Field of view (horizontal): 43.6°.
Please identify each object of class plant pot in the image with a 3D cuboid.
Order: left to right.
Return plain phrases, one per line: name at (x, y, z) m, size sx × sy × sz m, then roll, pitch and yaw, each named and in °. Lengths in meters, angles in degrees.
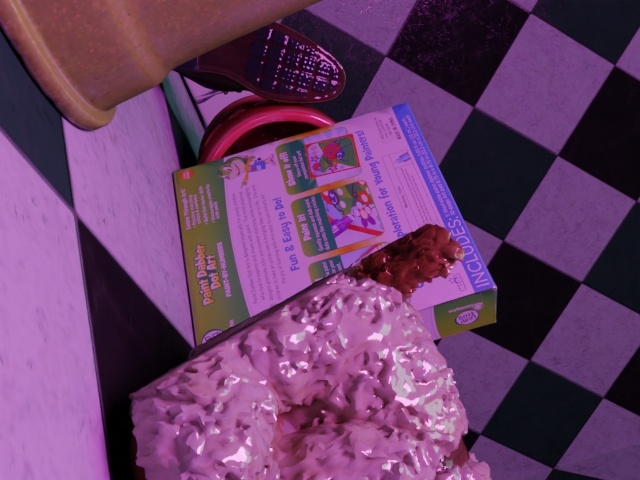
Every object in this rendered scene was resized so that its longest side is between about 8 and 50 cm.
plant pot at (-0.066, -0.236, 0.490) m, size 0.276 × 0.254 × 0.276 m, roll -17°, pitch 90°, yaw -89°
plant pot at (-0.055, -0.075, 0.946) m, size 0.174 × 0.191 × 0.191 m, roll -125°, pitch -163°, yaw -68°

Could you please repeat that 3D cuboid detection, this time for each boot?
boot at (-0.084, -0.199, 0.878) m, size 0.106 × 0.219 × 0.082 m, roll -139°, pitch -117°, yaw -79°

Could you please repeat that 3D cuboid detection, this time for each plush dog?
plush dog at (0.034, 0.134, 0.475) m, size 0.225 × 0.210 × 0.262 m, roll 61°, pitch -1°, yaw 1°

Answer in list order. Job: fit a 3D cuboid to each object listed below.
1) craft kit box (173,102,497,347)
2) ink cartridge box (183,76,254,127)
craft kit box at (0.000, 0.000, 0.727) m, size 0.061 × 0.247 × 0.250 m, roll 78°, pitch -3°, yaw -48°
ink cartridge box at (-0.161, -0.292, 1.178) m, size 0.237 × 0.100 × 0.172 m, roll 71°, pitch 2°, yaw -58°
